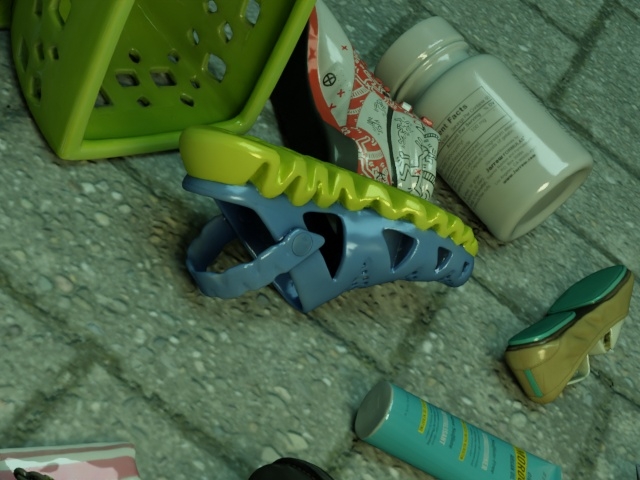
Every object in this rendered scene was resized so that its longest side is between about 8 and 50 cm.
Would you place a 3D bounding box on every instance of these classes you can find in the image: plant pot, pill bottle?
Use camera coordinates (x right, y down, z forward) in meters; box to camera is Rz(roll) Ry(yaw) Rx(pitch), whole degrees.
[{"bbox_3d":[-0.161,-0.228,1.180,0.228,0.227,0.207,-14,54,-45],"label":"plant pot"},{"bbox_3d":[0.165,-0.121,1.396,0.229,0.131,0.131,50,39,16],"label":"pill bottle"}]

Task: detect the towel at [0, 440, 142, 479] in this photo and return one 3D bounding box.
[{"bbox_3d":[-0.157,0.216,0.869,0.144,0.029,0.197,2,50,-39],"label":"towel"}]

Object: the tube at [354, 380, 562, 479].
[{"bbox_3d":[0.126,0.185,1.120,0.207,0.052,0.080,29,47,-21],"label":"tube"}]

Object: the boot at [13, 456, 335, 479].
[{"bbox_3d":[-0.094,0.194,0.846,0.229,0.091,0.263,25,20,-18],"label":"boot"}]

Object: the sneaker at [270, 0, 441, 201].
[{"bbox_3d":[0.035,-0.139,1.347,0.145,0.090,0.270,13,47,-31],"label":"sneaker"}]

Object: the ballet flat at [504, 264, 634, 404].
[{"bbox_3d":[0.251,0.094,1.307,0.232,0.080,0.073,-28,99,-48],"label":"ballet flat"}]

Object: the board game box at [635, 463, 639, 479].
[{"bbox_3d":[0.365,0.263,1.150,0.194,0.060,0.194,-22,46,-3],"label":"board game box"}]

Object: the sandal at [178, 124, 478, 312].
[{"bbox_3d":[0.000,0.000,1.156,0.317,0.138,0.126,15,4,-32],"label":"sandal"}]
